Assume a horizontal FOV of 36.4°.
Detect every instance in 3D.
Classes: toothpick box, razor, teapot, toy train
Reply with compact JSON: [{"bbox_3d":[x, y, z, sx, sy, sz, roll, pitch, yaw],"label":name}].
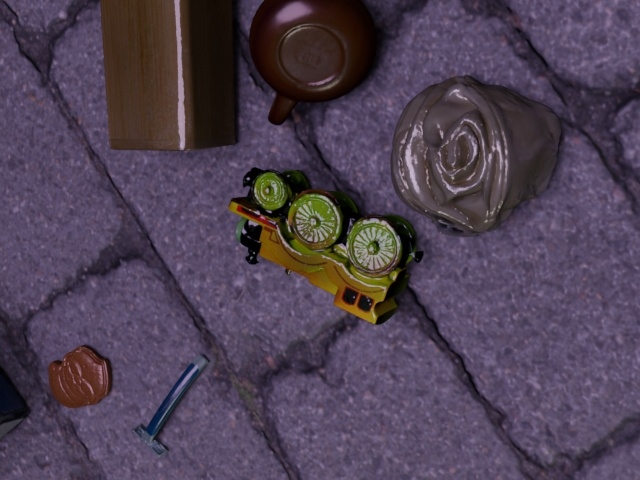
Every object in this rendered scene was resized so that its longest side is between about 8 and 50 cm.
[{"bbox_3d":[-0.224,-0.292,1.444,0.188,0.190,0.308,3,101,24],"label":"toothpick box"},{"bbox_3d":[-0.240,0.263,1.576,0.068,0.037,0.191,40,109,17],"label":"razor"},{"bbox_3d":[-0.016,-0.274,1.386,0.178,0.135,0.252,23,126,-9],"label":"teapot"},{"bbox_3d":[0.000,0.000,1.408,0.296,0.100,0.160,26,107,20],"label":"toy train"}]

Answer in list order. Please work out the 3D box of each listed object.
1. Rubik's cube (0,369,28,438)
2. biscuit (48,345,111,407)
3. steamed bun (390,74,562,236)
[{"bbox_3d":[-0.744,0.278,1.635,0.304,0.301,0.305,-42,78,10],"label":"Rubik's cube"},{"bbox_3d":[-0.411,0.235,1.660,0.131,0.019,0.102,-22,87,24],"label":"biscuit"},{"bbox_3d":[0.189,-0.108,1.287,0.218,0.144,0.211,29,107,20],"label":"steamed bun"}]
